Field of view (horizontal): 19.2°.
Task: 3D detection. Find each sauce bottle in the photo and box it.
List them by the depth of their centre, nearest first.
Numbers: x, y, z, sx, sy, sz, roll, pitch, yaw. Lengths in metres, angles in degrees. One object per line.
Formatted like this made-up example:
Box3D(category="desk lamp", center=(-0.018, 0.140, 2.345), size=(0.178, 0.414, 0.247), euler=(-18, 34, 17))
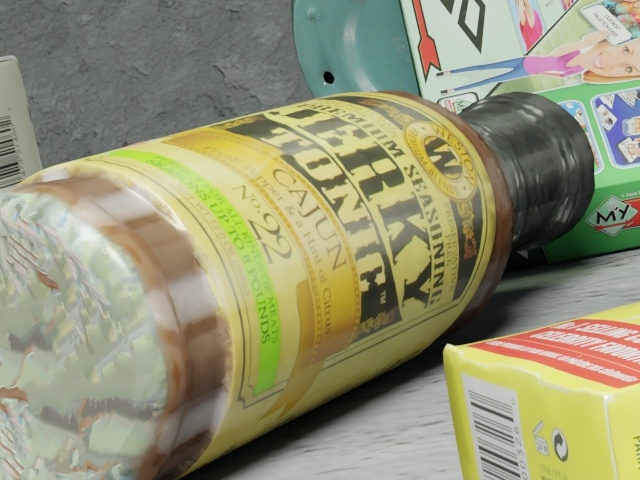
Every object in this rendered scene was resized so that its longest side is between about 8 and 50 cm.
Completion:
Box3D(category="sauce bottle", center=(0.000, 0.000, 0.710), size=(0.111, 0.111, 0.344), euler=(-7, 9, 33))

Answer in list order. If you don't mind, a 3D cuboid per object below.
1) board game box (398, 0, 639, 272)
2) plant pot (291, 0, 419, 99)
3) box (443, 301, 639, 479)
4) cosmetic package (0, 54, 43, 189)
Box3D(category="board game box", center=(0.153, -0.116, 1.012), size=(0.213, 0.046, 0.317), euler=(-12, 40, 3))
Box3D(category="plant pot", center=(0.117, -0.167, 1.288), size=(0.293, 0.293, 0.235), euler=(-6, 23, 36))
Box3D(category="box", center=(0.152, 0.029, 0.436), size=(0.232, 0.058, 0.087), euler=(-13, 8, -17))
Box3D(category="cosmetic package", center=(-0.373, -0.038, 1.475), size=(0.309, 0.160, 0.113), euler=(-9, 7, 25))
